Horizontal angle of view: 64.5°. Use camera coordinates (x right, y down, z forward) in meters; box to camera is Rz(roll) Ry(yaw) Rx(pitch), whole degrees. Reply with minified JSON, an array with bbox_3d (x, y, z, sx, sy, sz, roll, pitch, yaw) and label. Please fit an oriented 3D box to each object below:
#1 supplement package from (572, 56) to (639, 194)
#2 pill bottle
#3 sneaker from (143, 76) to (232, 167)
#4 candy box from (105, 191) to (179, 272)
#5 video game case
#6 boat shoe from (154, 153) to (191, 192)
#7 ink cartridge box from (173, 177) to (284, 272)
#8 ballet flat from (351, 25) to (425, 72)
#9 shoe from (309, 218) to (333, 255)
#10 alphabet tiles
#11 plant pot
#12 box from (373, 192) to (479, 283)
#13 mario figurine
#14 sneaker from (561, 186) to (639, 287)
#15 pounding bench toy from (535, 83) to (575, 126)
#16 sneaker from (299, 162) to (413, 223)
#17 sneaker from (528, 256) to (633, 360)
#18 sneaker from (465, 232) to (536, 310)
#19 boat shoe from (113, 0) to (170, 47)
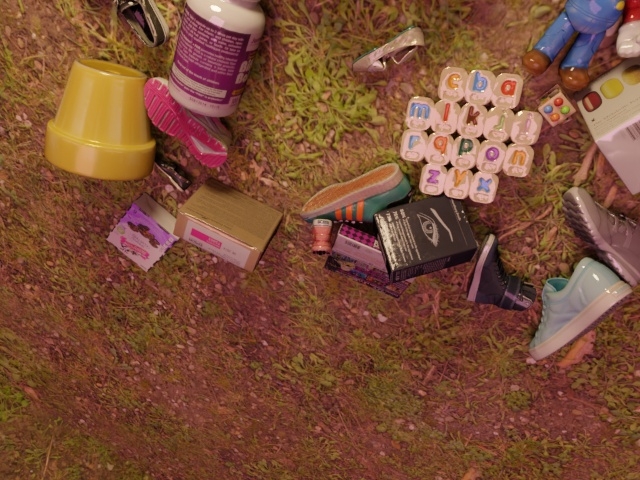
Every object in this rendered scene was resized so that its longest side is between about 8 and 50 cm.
[{"bbox_3d":[0.578,-0.221,0.932,0.139,0.244,0.134,-34,109,32],"label":"supplement package"},{"bbox_3d":[-0.215,-0.433,1.081,0.169,0.169,0.302,27,128,-2],"label":"pill bottle"},{"bbox_3d":[-0.318,-0.297,1.241,0.102,0.111,0.252,-32,113,30],"label":"sneaker"},{"bbox_3d":[-0.524,-0.020,1.523,0.164,0.070,0.196,42,125,-13],"label":"candy box"},{"bbox_3d":[0.136,0.061,1.345,0.231,0.042,0.210,22,151,2],"label":"video game case"},{"bbox_3d":[-0.410,-0.192,1.390,0.042,0.049,0.133,-45,95,2],"label":"boat shoe"},{"bbox_3d":[-0.239,-0.045,1.341,0.234,0.193,0.088,27,127,-1],"label":"ink cartridge box"},{"bbox_3d":[0.141,-0.387,1.066,0.168,0.057,0.053,-24,85,30],"label":"ballet flat"},{"bbox_3d":[0.000,0.000,1.302,0.063,0.178,0.081,5,82,-1],"label":"shoe"},{"bbox_3d":[0.324,-0.227,1.110,0.283,0.021,0.278,11,110,10],"label":"alphabet tiles"},{"bbox_3d":[-0.523,-0.301,1.236,0.253,0.254,0.239,19,112,4],"label":"plant pot"},{"bbox_3d":[0.241,-0.007,1.189,0.206,0.153,0.108,-15,159,1],"label":"box"},{"bbox_3d":[0.479,-0.417,0.869,0.197,0.170,0.321,-5,139,-21],"label":"mario figurine"},{"bbox_3d":[0.659,-0.028,1.153,0.115,0.105,0.281,-43,105,8],"label":"sneaker"},{"bbox_3d":[0.492,-0.265,1.040,0.083,0.065,0.052,42,125,-14],"label":"pounding bench toy"},{"bbox_3d":[0.088,-0.084,1.267,0.302,0.108,0.121,-17,123,33],"label":"sneaker"},{"bbox_3d":[0.623,0.172,1.290,0.150,0.135,0.366,58,149,28],"label":"sneaker"},{"bbox_3d":[0.465,0.086,1.269,0.163,0.086,0.226,16,137,20],"label":"sneaker"},{"bbox_3d":[-0.423,-0.540,1.133,0.077,0.070,0.219,-21,115,28],"label":"boat shoe"}]
